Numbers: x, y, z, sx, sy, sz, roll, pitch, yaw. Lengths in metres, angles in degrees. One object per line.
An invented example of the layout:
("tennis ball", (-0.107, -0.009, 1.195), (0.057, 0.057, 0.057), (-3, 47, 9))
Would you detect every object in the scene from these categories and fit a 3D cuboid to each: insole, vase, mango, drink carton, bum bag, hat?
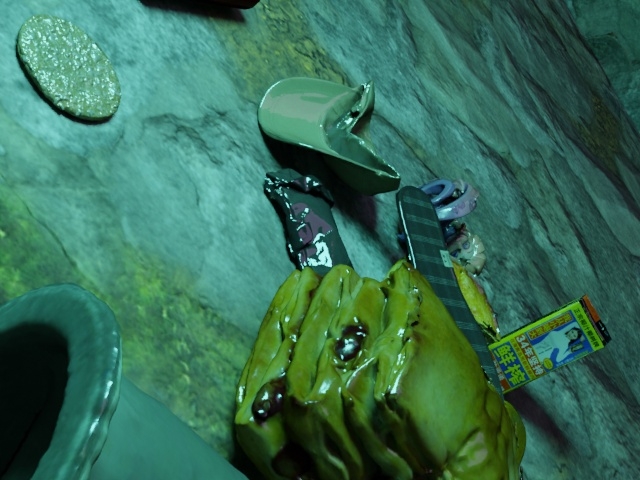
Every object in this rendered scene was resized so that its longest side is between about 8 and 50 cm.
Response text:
("insole", (0.154, 0.071, 1.181), (0.110, 0.012, 0.309), (9, 57, -42))
("vase", (-0.111, 0.203, 0.571), (0.291, 0.245, 0.245), (46, 31, -30))
("mango", (0.220, 0.248, 1.208), (0.079, 0.057, 0.114), (44, 40, -32))
("drink carton", (0.298, 0.141, 1.313), (0.071, 0.165, 0.056), (61, 29, 4))
("bum bag", (0.000, 0.000, 1.111), (0.087, 0.049, 0.198), (4, 59, -50))
("hat", (0.005, -0.120, 1.238), (0.173, 0.144, 0.166), (-4, 51, -9))

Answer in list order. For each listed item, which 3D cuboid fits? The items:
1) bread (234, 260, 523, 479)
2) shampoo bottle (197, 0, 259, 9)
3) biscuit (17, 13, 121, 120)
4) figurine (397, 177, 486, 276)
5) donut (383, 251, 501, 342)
("bread", (0.085, 0.176, 0.951), (0.324, 0.167, 0.277), (46, 31, -18))
("shampoo bottle", (-0.168, -0.330, 1.150), (0.260, 0.064, 0.102), (-13, 74, -60))
("biscuit", (-0.238, -0.165, 0.936), (0.120, 0.015, 0.120), (37, 36, -33))
("figurine", (0.169, -0.016, 1.344), (0.114, 0.126, 0.157), (30, -25, 42))
("donut", (0.142, 0.079, 1.233), (0.181, 0.078, 0.146), (-1, 62, -50))
